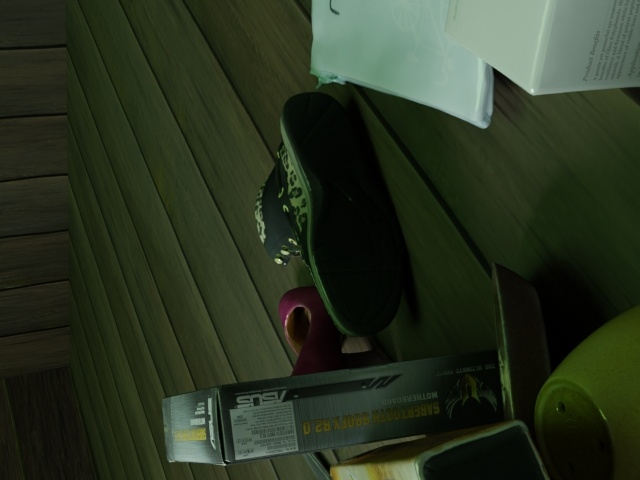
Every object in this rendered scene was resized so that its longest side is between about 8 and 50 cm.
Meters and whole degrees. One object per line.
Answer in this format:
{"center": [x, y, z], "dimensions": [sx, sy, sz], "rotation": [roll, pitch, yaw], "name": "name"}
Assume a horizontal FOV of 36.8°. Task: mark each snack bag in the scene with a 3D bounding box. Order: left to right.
{"center": [0.063, -0.270, 0.737], "dimensions": [0.323, 0.037, 0.342], "rotation": [-146, 52, -62], "name": "snack bag"}

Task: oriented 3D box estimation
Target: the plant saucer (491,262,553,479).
{"center": [0.133, 0.097, 0.626], "dimensions": [0.168, 0.029, 0.168], "rotation": [-6, -90, -81], "name": "plant saucer"}

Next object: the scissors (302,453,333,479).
{"center": [0.032, 0.284, 1.033], "dimensions": [0.297, 0.021, 0.109], "rotation": [-121, 29, -45], "name": "scissors"}

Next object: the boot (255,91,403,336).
{"center": [0.001, -0.001, 0.927], "dimensions": [0.178, 0.085, 0.236], "rotation": [122, 136, -63], "name": "boot"}

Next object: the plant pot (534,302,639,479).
{"center": [0.174, 0.098, 0.521], "dimensions": [0.134, 0.095, 0.134], "rotation": [172, 90, -68], "name": "plant pot"}

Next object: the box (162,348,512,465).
{"center": [0.006, 0.133, 0.757], "dimensions": [0.183, 0.231, 0.056], "rotation": [150, 115, -65], "name": "box"}

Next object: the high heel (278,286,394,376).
{"center": [-0.024, 0.112, 0.971], "dimensions": [0.244, 0.117, 0.082], "rotation": [-137, 44, -56], "name": "high heel"}

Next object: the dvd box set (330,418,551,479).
{"center": [0.102, 0.276, 0.607], "dimensions": [0.420, 0.062, 0.307], "rotation": [107, 143, -75], "name": "dvd box set"}

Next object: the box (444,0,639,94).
{"center": [0.135, -0.147, 0.537], "dimensions": [0.102, 0.087, 0.101], "rotation": [-129, 37, -50], "name": "box"}
